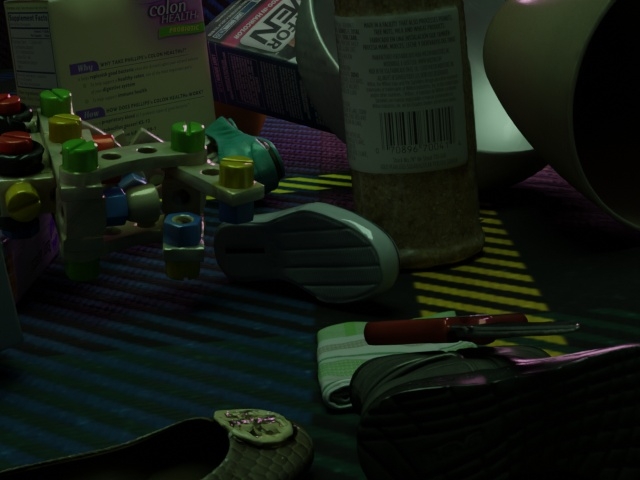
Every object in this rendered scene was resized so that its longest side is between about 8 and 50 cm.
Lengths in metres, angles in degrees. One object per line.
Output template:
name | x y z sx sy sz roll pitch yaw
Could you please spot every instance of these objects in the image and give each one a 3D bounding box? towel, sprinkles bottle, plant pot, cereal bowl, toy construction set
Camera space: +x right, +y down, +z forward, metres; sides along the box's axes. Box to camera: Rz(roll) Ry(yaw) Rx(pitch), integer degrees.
towel | 0.053 0.078 0.958 0.113 0.023 0.152 -5 14 -1
sprinkles bottle | 0.072 -0.158 1.211 0.121 0.355 0.121 -5 14 1
plant pot | -0.128 -0.186 1.950 0.134 0.095 0.134 -5 13 1
cereal bowl | 0.123 -0.181 1.531 0.339 0.141 0.339 12 50 -15
toy construction set | -0.191 -0.060 1.246 0.215 0.151 0.328 -5 11 -16
plant pot | 0.272 -0.163 1.312 0.256 0.256 0.274 -11 20 -20

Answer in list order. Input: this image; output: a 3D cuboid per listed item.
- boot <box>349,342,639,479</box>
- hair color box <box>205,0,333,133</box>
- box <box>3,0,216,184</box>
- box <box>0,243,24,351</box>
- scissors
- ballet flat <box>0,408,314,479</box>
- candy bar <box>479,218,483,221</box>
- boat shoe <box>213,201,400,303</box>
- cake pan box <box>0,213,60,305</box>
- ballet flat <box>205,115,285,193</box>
boot | 0.136 0.085 0.793 0.246 0.083 0.161 -3 8 4
hair color box | 0.030 -0.229 1.781 0.347 0.105 0.174 18 48 27
box | -0.252 -0.187 1.697 0.213 0.243 0.117 -17 18 -37
box | -0.398 -0.028 1.067 0.215 0.168 0.345 -19 32 -24
scissors | 0.080 0.055 0.805 0.109 0.021 0.297 -2 -2 2
ballet flat | -0.114 0.129 0.739 0.250 0.058 0.084 -13 16 -28
candy bar | 0.111 -0.031 1.392 0.040 0.018 0.161 -10 15 -18
boat shoe | 0.000 0.000 1.168 0.076 0.083 0.226 -17 17 -37
cake pan box | -0.395 0.020 1.277 0.267 0.070 0.246 -5 12 1
ballet flat | -0.114 -0.094 1.615 0.087 0.083 0.247 -23 15 -11
